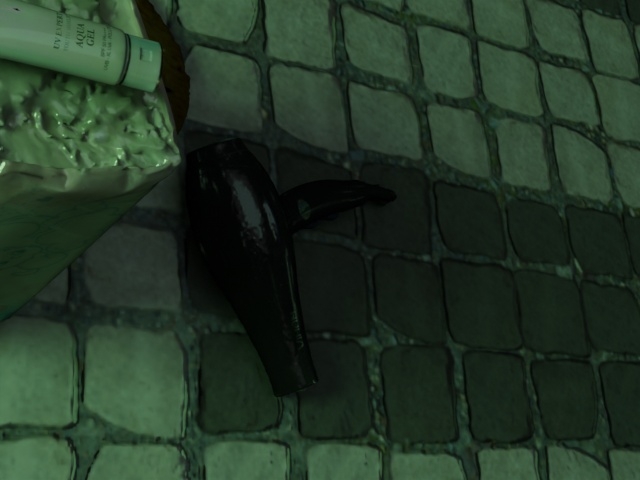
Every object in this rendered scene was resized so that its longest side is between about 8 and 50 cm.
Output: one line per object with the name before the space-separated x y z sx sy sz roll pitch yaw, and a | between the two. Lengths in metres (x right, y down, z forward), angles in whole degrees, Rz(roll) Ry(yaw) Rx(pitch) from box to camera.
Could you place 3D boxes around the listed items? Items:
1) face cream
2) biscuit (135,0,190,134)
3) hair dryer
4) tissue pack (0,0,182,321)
face cream | -0.125 -0.089 0.457 0.115 0.020 0.038 11 65 -28
biscuit | -0.170 -0.143 0.765 0.188 0.027 0.187 37 36 -33
hair dryer | 0.000 0.000 0.833 0.219 0.075 0.195 -22 92 -46
tissue pack | -0.203 -0.070 0.584 0.124 0.271 0.201 -13 77 -39
